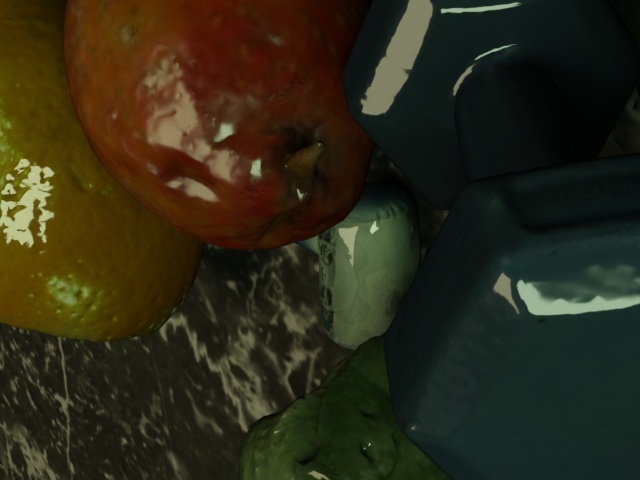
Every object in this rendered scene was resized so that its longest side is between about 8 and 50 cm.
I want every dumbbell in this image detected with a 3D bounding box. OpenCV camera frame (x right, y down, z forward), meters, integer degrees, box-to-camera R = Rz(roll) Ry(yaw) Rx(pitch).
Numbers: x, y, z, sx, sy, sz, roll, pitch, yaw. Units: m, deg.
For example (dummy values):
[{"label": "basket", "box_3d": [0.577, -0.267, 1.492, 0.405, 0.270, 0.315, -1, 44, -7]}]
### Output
[{"label": "dumbbell", "box_3d": [0.097, -0.025, 0.579, 0.325, 0.144, 0.160, -94, 25, -56]}]

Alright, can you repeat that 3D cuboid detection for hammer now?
[{"label": "hammer", "box_3d": [0.000, 0.000, 0.915, 0.194, 0.069, 0.116, 28, 126, 53]}]

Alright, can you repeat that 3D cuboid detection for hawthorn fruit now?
[{"label": "hawthorn fruit", "box_3d": [-0.050, -0.091, 0.780, 0.262, 0.210, 0.210, -118, 31, -52]}]

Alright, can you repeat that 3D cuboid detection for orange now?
[{"label": "orange", "box_3d": [-0.198, -0.084, 0.968, 0.196, 0.262, 0.335, -24, 76, 33]}]

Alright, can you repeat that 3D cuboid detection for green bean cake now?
[{"label": "green bean cake", "box_3d": [0.076, 0.163, 0.745, 0.227, 0.222, 0.125, 59, 142, 11]}]
